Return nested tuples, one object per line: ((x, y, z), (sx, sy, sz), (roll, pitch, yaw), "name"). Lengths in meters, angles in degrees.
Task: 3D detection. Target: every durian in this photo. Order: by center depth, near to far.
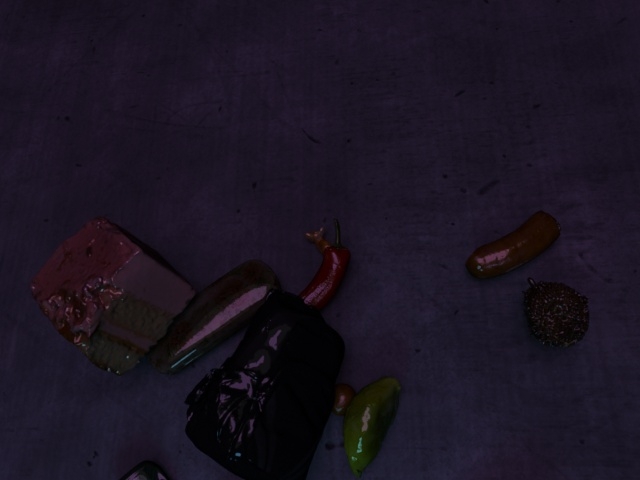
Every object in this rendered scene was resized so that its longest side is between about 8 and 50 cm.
((0.126, 0.456, 1.341), (0.101, 0.139, 0.250), (-5, 50, 52), "durian")
((0.577, 0.175, 1.348), (0.167, 0.196, 0.196), (-29, 68, -1), "durian")

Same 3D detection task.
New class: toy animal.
((0.000, 0.000, 1.572), (0.060, 0.081, 0.083), (-34, 88, -2), "toy animal")

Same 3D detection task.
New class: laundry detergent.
((-0.427, 0.686, 1.373), (0.144, 0.078, 0.222), (-39, 68, -17), "laundry detergent")

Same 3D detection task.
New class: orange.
((0.055, 0.414, 1.400), (0.085, 0.085, 0.085), (-3, 69, 8), "orange")

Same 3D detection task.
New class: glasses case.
((-0.306, 0.213, 1.522), (0.425, 0.098, 0.156), (-35, 60, -5), "glasses case")

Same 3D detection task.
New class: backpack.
((-0.109, 0.349, 1.321), (0.255, 0.363, 0.445), (7, 60, 44), "backpack")

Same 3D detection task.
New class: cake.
((-0.558, 0.139, 1.447), (0.314, 0.293, 0.307), (33, 77, 37), "cake")

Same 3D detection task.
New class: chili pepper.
((-0.018, 0.124, 1.495), (0.137, 0.092, 0.368), (39, 83, -22), "chili pepper")

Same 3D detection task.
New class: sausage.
((0.522, 0.023, 1.465), (0.270, 0.109, 0.109), (-28, 68, -3), "sausage")
